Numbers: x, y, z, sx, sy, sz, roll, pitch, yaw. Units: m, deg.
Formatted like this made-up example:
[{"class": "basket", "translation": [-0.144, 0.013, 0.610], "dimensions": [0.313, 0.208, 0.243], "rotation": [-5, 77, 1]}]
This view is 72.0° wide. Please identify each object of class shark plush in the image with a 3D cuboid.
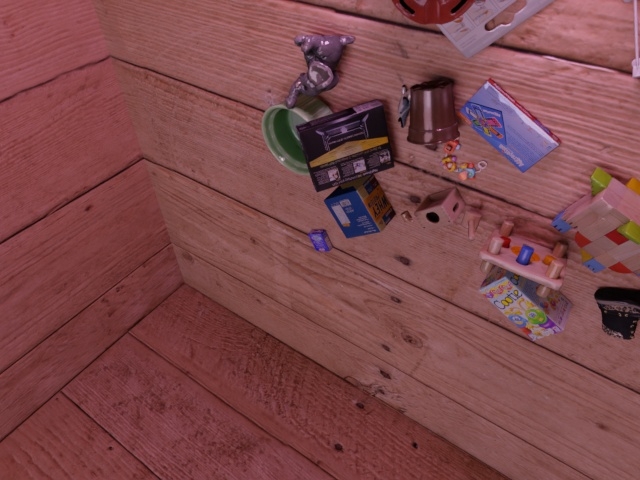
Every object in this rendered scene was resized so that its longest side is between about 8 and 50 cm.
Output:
[{"class": "shark plush", "translation": [0.295, -0.439, 1.476], "dimensions": [0.067, 0.073, 0.161], "rotation": [6, 132, -2]}]

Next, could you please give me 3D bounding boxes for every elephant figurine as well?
[{"class": "elephant figurine", "translation": [-0.010, -0.572, 1.512], "dimensions": [0.186, 0.170, 0.239], "rotation": [25, 122, 46]}]

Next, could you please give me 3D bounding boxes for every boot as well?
[{"class": "boot", "translation": [1.038, 0.250, 1.441], "dimensions": [0.237, 0.085, 0.178], "rotation": [9, 134, 46]}]

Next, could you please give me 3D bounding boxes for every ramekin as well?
[{"class": "ramekin", "translation": [-0.069, -0.423, 1.734], "dimensions": [0.304, 0.148, 0.303], "rotation": [28, 145, 22]}]

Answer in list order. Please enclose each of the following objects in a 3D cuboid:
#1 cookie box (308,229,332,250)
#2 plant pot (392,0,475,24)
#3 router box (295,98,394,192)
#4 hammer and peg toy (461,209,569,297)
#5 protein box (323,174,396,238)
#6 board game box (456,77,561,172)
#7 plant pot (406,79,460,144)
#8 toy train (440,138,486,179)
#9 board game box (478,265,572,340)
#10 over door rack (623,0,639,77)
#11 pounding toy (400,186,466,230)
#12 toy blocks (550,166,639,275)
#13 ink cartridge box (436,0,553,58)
[{"class": "cookie box", "translation": [0.000, 0.000, 2.194], "dimensions": [0.092, 0.040, 0.107], "rotation": [1, 126, 42]}, {"class": "plant pot", "translation": [0.275, -0.636, 0.972], "dimensions": [0.273, 0.264, 0.272], "rotation": [18, 147, 12]}, {"class": "router box", "translation": [0.093, -0.336, 1.581], "dimensions": [0.081, 0.309, 0.242], "rotation": [-110, 2, -56]}, {"class": "hammer and peg toy", "translation": [0.622, 0.036, 1.467], "dimensions": [0.362, 0.266, 0.127], "rotation": [25, 121, 22]}, {"class": "protein box", "translation": [0.162, -0.136, 1.827], "dimensions": [0.200, 0.136, 0.201], "rotation": [-12, 117, 48]}, {"class": "board game box", "translation": [0.566, -0.344, 1.337], "dimensions": [0.281, 0.027, 0.145], "rotation": [42, 142, 1]}, {"class": "plant pot", "translation": [0.348, -0.404, 1.379], "dimensions": [0.167, 0.167, 0.165], "rotation": [12, 127, 35]}, {"class": "toy train", "translation": [0.467, -0.268, 1.488], "dimensions": [0.166, 0.046, 0.125], "rotation": [39, 144, 6]}, {"class": "board game box", "translation": [0.749, 0.208, 1.617], "dimensions": [0.275, 0.144, 0.142], "rotation": [43, 144, 1]}, {"class": "over door rack", "translation": [0.779, -0.507, 0.912], "dimensions": [0.240, 0.108, 0.324], "rotation": [2, 127, 43]}, {"class": "pounding toy", "translation": [0.398, -0.087, 1.618], "dimensions": [0.206, 0.181, 0.094], "rotation": [-16, 115, 49]}, {"class": "toy blocks", "translation": [0.867, -0.004, 1.298], "dimensions": [0.381, 0.190, 0.261], "rotation": [39, 155, 7]}, {"class": "ink cartridge box", "translation": [0.390, -0.707, 1.126], "dimensions": [0.385, 0.091, 0.308], "rotation": [37, 146, -21]}]
